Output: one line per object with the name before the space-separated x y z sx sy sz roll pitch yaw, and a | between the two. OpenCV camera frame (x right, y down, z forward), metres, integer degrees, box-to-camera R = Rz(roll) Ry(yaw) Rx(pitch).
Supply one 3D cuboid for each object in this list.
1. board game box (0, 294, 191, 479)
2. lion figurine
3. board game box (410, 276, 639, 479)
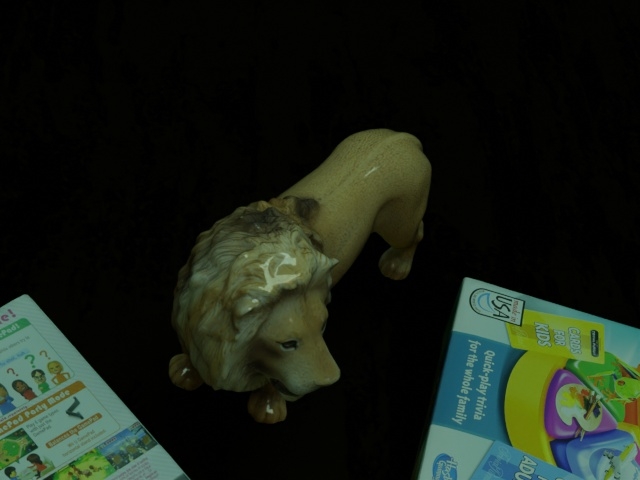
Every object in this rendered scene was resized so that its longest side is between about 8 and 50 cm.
board game box | -0.201 0.207 0.808 0.224 0.097 0.303 -29 66 -39
lion figurine | 0.000 0.000 0.978 0.142 0.240 0.392 27 45 7
board game box | 0.247 0.179 0.975 0.336 0.079 0.254 16 40 4
